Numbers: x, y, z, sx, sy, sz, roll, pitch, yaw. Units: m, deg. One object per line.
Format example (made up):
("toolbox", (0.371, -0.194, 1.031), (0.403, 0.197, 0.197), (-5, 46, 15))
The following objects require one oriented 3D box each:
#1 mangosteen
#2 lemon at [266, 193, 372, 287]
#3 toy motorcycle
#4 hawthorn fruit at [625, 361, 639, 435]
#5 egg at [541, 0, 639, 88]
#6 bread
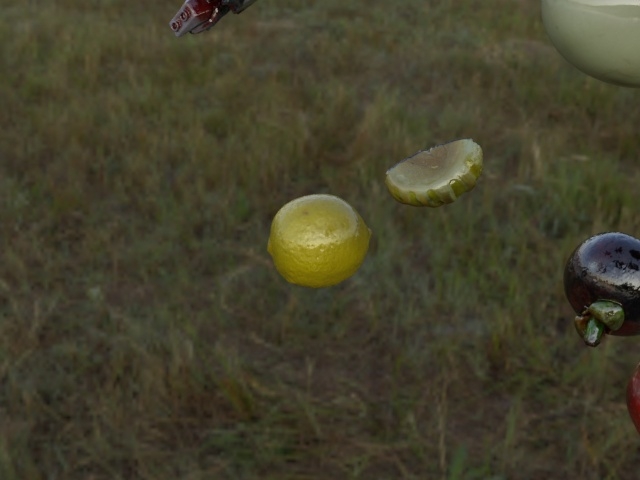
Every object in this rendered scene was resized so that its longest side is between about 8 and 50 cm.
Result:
("mangosteen", (0.552, 0.096, 2.206), (0.216, 0.216, 0.216), (4, 21, -1))
("lemon", (0.000, 0.000, 2.190), (0.203, 0.178, 0.178), (-9, 23, -11))
("toy motorcycle", (-0.145, -0.357, 1.677), (0.122, 0.213, 0.082), (-20, 76, -47))
("hawthorn fruit", (0.517, 0.226, 1.593), (0.179, 0.179, 0.200), (-15, 56, -41))
("egg", (0.425, -0.315, 1.584), (0.269, 0.219, 0.219), (10, 16, -31))
("bread", (0.185, -0.094, 1.819), (0.157, 0.083, 0.094), (-31, 35, 7))
